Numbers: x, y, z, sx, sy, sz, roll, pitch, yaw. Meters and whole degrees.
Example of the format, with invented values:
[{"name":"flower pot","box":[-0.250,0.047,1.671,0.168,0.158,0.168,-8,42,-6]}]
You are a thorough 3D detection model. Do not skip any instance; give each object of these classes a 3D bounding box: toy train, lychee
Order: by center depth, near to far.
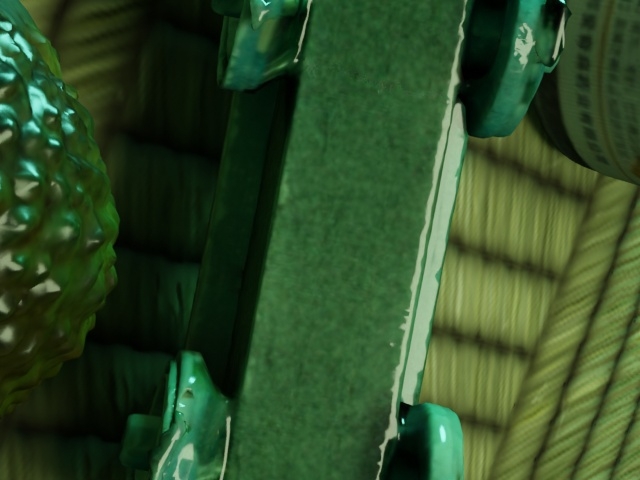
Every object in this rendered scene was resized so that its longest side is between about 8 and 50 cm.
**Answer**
[{"name":"lychee","box":[-0.140,-0.004,0.494,0.171,0.171,0.171,-22,121,-41]},{"name":"toy train","box":[0.000,0.000,0.639,0.120,0.194,0.298,11,90,-8]}]

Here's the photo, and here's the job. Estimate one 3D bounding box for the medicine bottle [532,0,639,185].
[{"name":"medicine bottle","box":[0.243,-0.079,0.790,0.165,0.273,0.165,-21,121,-40]}]
